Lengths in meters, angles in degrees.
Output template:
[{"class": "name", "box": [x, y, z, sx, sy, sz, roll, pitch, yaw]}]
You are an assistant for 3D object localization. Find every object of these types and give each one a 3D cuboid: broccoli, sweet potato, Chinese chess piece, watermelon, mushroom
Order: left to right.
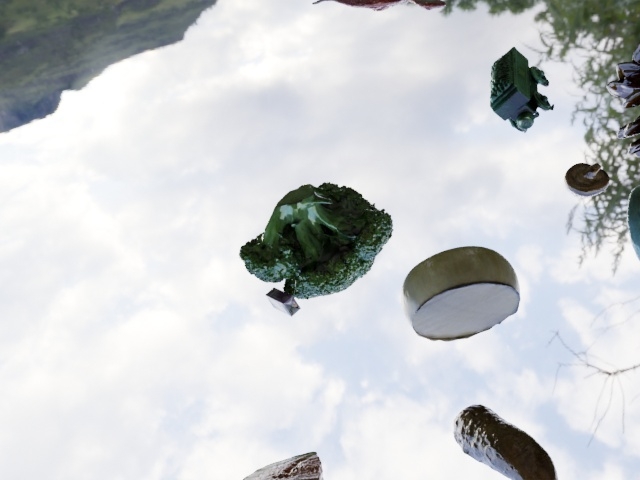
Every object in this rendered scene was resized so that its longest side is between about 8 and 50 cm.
[{"class": "watermelon", "box": [-0.018, 0.306, 0.658, 0.125, 0.094, 0.135, 1, -137, -47]}, {"class": "broccoli", "box": [0.001, -0.005, 1.539, 0.413, 0.310, 0.321, -13, -179, 18]}, {"class": "Chinese chess piece", "box": [0.305, 0.120, 1.246, 0.257, 0.257, 0.104, -9, -128, -2]}, {"class": "sweet potato", "box": [0.286, 0.341, 0.976, 0.092, 0.341, 0.114, -43, -88, -7]}, {"class": "mushroom", "box": [0.814, -0.187, 1.738, 0.085, 0.109, 0.126, 11, -153, -51]}]

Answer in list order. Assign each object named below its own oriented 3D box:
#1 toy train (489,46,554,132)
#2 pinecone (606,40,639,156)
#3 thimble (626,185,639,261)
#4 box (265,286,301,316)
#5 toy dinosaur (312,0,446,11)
[{"class": "toy train", "box": [0.322, -0.248, 0.930, 0.099, 0.070, 0.172, 34, -138, -14]}, {"class": "pinecone", "box": [0.549, -0.179, 0.788, 0.264, 0.264, 0.264, -5, -140, 4]}, {"class": "thimble", "box": [0.788, -0.028, 1.247, 0.198, 0.143, 0.235, 5, -103, -31]}, {"class": "box", "box": [-0.100, 0.161, 1.499, 0.036, 0.051, 0.117, -38, -156, -19]}, {"class": "toy dinosaur", "box": [0.111, -0.493, 1.157, 0.242, 0.053, 0.167, -14, -133, -15]}]
